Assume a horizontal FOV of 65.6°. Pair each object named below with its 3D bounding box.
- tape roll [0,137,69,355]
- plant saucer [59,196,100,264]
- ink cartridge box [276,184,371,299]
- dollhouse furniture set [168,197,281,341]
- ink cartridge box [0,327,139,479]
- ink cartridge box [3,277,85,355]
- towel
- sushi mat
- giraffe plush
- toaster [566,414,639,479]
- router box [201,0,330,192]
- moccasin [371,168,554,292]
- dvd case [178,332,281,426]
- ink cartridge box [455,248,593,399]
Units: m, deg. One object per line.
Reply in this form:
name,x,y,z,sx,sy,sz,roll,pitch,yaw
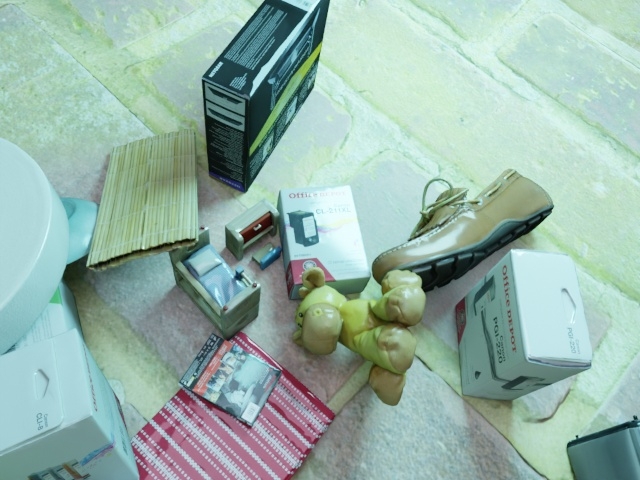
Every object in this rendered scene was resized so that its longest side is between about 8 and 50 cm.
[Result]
tape roll,-0.524,0.017,0.617,0.391,0.072,0.393,1,55,-2
plant saucer,-0.410,-0.020,0.737,0.194,0.038,0.195,-4,35,3
ink cartridge box,0.000,0.000,0.826,0.127,0.072,0.175,-5,64,-12
dollhouse furniture set,-0.113,0.030,0.759,0.183,0.129,0.129,-39,74,-25
ink cartridge box,-0.310,0.219,0.581,0.127,0.176,0.128,-20,46,-19
ink cartridge box,-0.437,0.144,0.648,0.219,0.093,0.160,-20,52,-18
towel,-0.135,0.283,0.680,0.198,0.031,0.275,38,61,13
sushi mat,-0.267,-0.081,0.777,0.151,0.019,0.317,-15,42,-2
giraffe plush,0.042,0.117,0.716,0.170,0.210,0.182,13,85,3
toaster,0.471,0.311,0.680,0.167,0.186,0.110,5,57,-8
router box,-0.089,-0.272,0.859,0.080,0.243,0.309,25,61,4
moccasin,0.234,-0.030,0.844,0.379,0.139,0.147,-28,69,-22
dvd case,-0.127,0.196,0.708,0.119,0.013,0.087,26,59,8
ink cartridge box,0.280,0.131,0.722,0.092,0.218,0.159,7,61,-6
